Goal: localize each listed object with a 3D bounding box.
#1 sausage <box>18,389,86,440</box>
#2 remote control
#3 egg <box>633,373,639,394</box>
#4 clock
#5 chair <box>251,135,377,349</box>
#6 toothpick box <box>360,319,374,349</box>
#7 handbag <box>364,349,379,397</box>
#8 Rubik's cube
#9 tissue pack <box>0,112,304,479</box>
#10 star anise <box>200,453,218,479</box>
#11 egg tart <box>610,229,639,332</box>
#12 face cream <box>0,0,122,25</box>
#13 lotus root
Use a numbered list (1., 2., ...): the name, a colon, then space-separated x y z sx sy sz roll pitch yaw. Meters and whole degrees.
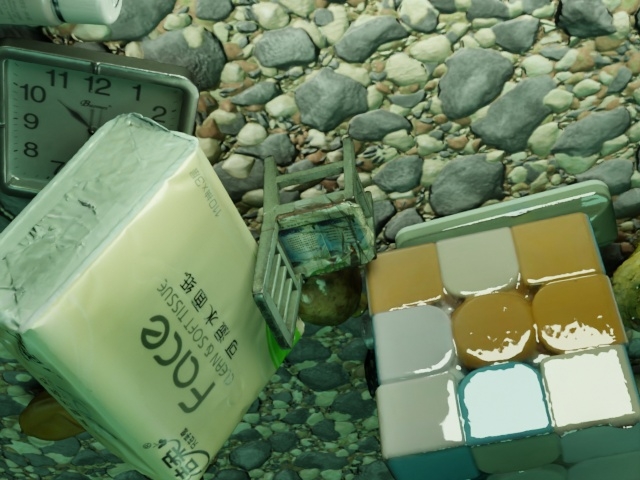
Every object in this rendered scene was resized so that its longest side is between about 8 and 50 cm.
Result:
1. sausage: -0.411 0.307 1.735 0.354 0.116 0.134 -11 151 15
2. remote control: 0.290 -0.001 1.447 0.335 0.065 0.128 -15 133 14
3. egg: 0.596 0.344 1.734 0.253 0.186 0.186 -6 137 1
4. clock: -0.316 -0.151 1.287 0.273 0.049 0.279 9 136 -11
5. chair: 0.000 0.000 1.294 0.147 0.270 0.136 -11 135 12
6. toothpick box: 0.118 0.156 1.623 0.083 0.052 0.052 -19 134 17
7. handbag: 0.152 0.223 1.696 0.139 0.072 0.115 -7 139 -13
8. Rubik's cube: 0.275 0.212 1.389 0.347 0.344 0.346 -10 142 10
9. tissue pack: -0.227 0.093 1.249 0.205 0.332 0.405 18 149 38
10. star anise: -0.259 0.549 1.934 0.148 0.227 0.218 -24 144 14
11. egg tart: 0.584 0.041 1.473 0.291 0.107 0.291 -3 141 -3
12. face cream: -0.396 -0.307 1.099 0.314 0.089 0.143 5 138 5
13. lotus root: 0.005 0.072 1.471 0.138 0.138 0.214 -24 138 23
